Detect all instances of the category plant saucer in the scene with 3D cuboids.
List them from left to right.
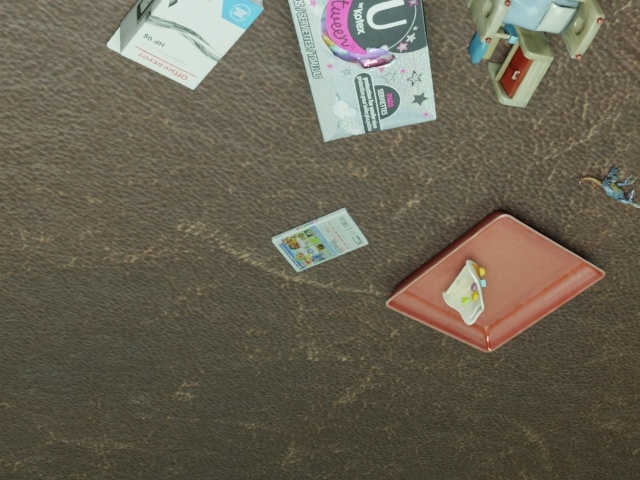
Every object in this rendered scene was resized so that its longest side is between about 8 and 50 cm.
[{"bbox_3d":[0.276,0.062,1.653,0.259,0.047,0.258,27,128,-34],"label":"plant saucer"}]

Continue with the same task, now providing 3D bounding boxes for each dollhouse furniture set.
[{"bbox_3d":[0.223,-0.240,1.229,0.129,0.128,0.183,6,137,-17],"label":"dollhouse furniture set"}]

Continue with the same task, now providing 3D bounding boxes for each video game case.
[{"bbox_3d":[0.000,0.000,1.554,0.122,0.011,0.087,-22,139,14],"label":"video game case"}]

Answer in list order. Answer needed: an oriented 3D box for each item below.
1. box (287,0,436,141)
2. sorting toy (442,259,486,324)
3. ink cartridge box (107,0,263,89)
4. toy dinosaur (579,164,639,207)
[{"bbox_3d":[0.043,-0.257,1.147,0.142,0.163,0.247,-12,140,5],"label":"box"},{"bbox_3d":[0.229,0.086,1.577,0.045,0.075,0.083,10,136,-21],"label":"sorting toy"},{"bbox_3d":[-0.160,-0.247,1.199,0.104,0.060,0.180,23,130,-33],"label":"ink cartridge box"},{"bbox_3d":[0.441,-0.078,1.546,0.090,0.047,0.082,12,158,27],"label":"toy dinosaur"}]
